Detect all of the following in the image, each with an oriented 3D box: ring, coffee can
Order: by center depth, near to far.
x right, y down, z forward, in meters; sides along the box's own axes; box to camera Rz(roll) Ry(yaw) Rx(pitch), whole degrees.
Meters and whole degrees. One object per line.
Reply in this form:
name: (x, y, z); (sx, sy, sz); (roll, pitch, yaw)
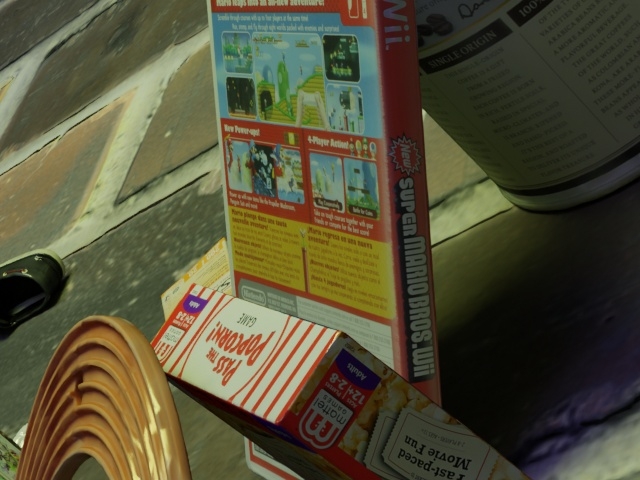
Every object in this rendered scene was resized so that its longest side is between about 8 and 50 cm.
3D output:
ring: (-0.090, 0.198, 0.768); (0.336, 0.032, 0.337); (-175, 90, -70)
coffee can: (0.089, -0.178, 1.020); (0.201, 0.275, 0.201); (-37, 25, 20)

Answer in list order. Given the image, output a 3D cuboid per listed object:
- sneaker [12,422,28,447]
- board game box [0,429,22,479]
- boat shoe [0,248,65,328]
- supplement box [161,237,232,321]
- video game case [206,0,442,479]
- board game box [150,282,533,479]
sneaker: (-0.173, 0.120, 1.293); (0.043, 0.040, 0.109); (-4, 49, 35)
board game box: (-0.304, 0.186, 1.078); (0.232, 0.291, 0.141); (-41, 24, 12)
boat shoe: (-0.268, 0.050, 1.538); (0.133, 0.049, 0.042); (-26, 22, 30)
supplement box: (-0.068, 0.047, 1.223); (0.062, 0.036, 0.098); (-43, 24, 9)
video game case: (0.000, 0.000, 0.949); (0.025, 0.285, 0.204); (-9, 10, -24)
board game box: (0.033, 0.096, 0.776); (0.045, 0.193, 0.147); (-56, 24, -10)
